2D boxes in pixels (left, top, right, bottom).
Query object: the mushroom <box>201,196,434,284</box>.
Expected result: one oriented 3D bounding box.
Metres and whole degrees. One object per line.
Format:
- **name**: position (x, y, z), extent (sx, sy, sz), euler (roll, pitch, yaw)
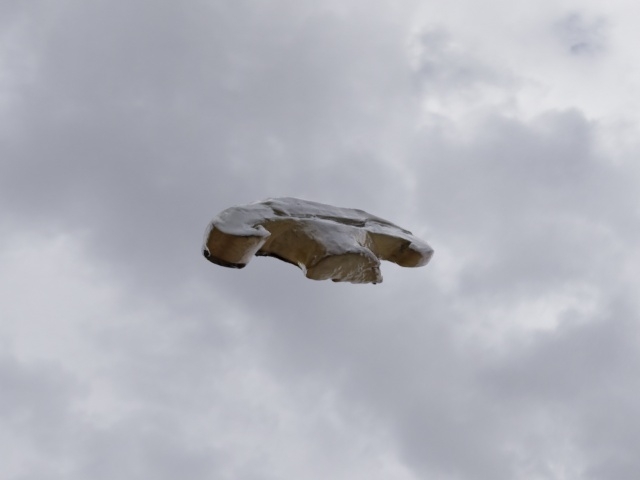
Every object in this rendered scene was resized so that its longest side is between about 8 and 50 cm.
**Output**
- **mushroom**: position (0.000, 0.000, 0.419), extent (0.049, 0.101, 0.019), euler (53, -47, 49)
